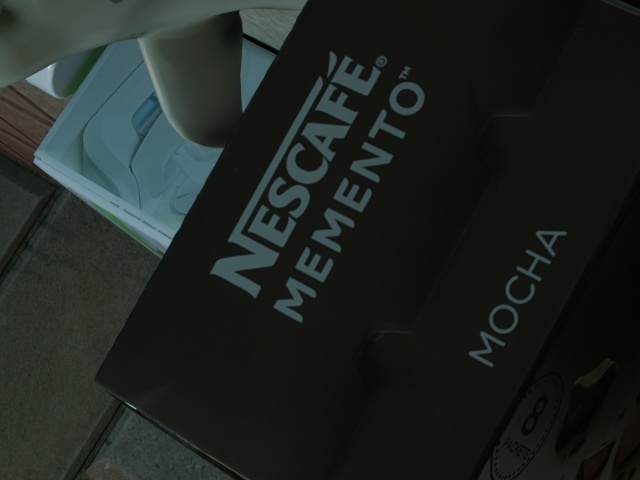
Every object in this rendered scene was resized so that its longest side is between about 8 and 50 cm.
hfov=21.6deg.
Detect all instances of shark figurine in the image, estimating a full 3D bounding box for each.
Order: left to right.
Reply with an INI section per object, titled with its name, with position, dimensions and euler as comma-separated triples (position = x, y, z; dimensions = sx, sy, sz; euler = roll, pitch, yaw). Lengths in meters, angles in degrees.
[shark figurine]
position = -0.021, -0.103, 0.564
dimensions = 0.278, 0.166, 0.116
euler = 10, -138, -56

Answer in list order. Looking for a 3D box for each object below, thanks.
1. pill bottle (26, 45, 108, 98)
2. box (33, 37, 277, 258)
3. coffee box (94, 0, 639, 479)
[pill bottle]
position = -0.199, -0.150, 0.941
dimensions = 0.169, 0.094, 0.094
euler = 31, 174, 12
[box]
position = 0.000, 0.000, 0.990
dimensions = 0.231, 0.127, 0.262
euler = 28, 173, 28
[coffee box]
position = 0.072, 0.032, 0.584
dimensions = 0.119, 0.168, 0.297
euler = 29, 177, 27
